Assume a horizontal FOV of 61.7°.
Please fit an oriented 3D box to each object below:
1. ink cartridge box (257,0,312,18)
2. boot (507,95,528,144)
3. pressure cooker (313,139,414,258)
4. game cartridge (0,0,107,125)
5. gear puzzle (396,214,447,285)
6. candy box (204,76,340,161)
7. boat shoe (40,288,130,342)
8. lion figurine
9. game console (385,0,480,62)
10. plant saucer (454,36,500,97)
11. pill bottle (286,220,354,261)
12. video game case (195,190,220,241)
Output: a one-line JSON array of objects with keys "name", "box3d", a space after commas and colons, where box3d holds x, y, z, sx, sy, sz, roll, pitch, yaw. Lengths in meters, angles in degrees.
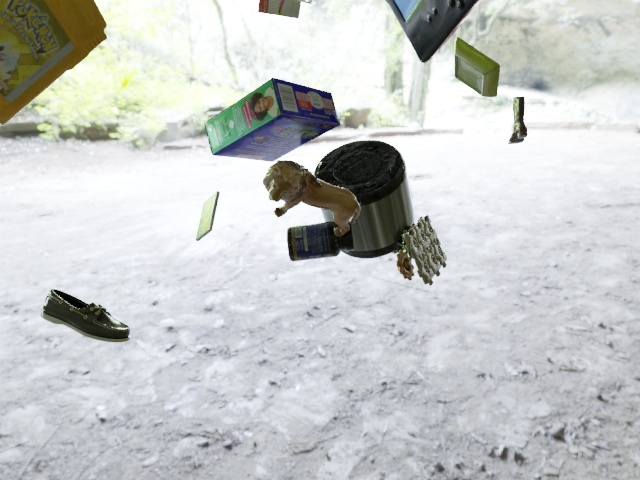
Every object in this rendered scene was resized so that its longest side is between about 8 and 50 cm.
[{"name": "ink cartridge box", "box3d": [-0.133, -0.897, 2.046, 0.198, 0.067, 0.115, 8, 33, -3]}, {"name": "boot", "box3d": [0.527, -0.324, 1.444, 0.037, 0.114, 0.106, -4, -7, -5]}, {"name": "pressure cooker", "box3d": [0.178, -0.137, 2.114, 0.375, 0.420, 0.370, -11, 43, 9]}, {"name": "game cartridge", "box3d": [-0.596, -0.423, 1.062, 0.052, 0.285, 0.324, 37, 74, 18]}, {"name": "gear puzzle", "box3d": [0.285, 0.044, 1.569, 0.044, 0.176, 0.339, -22, 6, 31]}, {"name": "candy box", "box3d": [-0.148, -0.356, 1.640, 0.317, 0.122, 0.268, -21, -11, 38]}, {"name": "boat shoe", "box3d": [-0.545, 0.176, 1.251, 0.227, 0.069, 0.081, 17, 4, 9]}, {"name": "lion figurine", "box3d": [-0.006, -0.132, 1.622, 0.392, 0.142, 0.240, 10, -23, -26]}, {"name": "game console", "box3d": [0.209, -0.631, 1.159, 0.060, 0.387, 0.342, -25, -5, -23]}, {"name": "plant saucer", "box3d": [0.523, -0.579, 1.836, 0.188, 0.045, 0.188, 45, -3, 23]}, {"name": "pill bottle", "box3d": [0.000, 0.000, 1.812, 0.219, 0.123, 0.123, -6, 20, 3]}, {"name": "video game case", "box3d": [-0.305, -0.066, 1.450, 0.011, 0.122, 0.087, 24, -33, -30]}]
